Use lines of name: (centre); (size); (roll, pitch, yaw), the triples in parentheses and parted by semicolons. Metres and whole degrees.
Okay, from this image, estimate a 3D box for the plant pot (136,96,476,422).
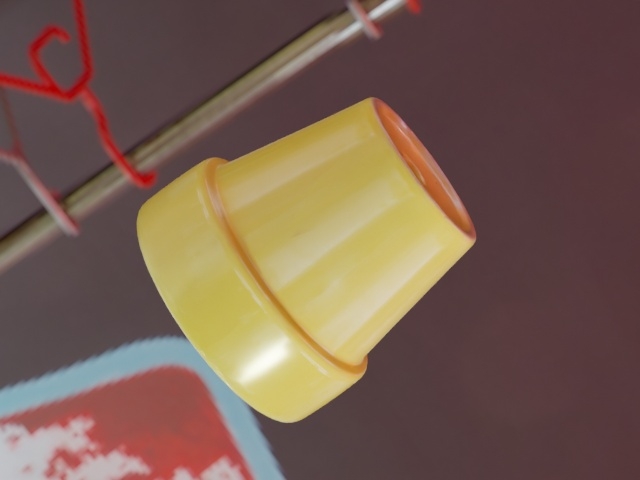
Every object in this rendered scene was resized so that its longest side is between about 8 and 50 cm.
plant pot: (0.000, 0.000, 1.431); (0.239, 0.254, 0.254); (-36, -165, 13)
